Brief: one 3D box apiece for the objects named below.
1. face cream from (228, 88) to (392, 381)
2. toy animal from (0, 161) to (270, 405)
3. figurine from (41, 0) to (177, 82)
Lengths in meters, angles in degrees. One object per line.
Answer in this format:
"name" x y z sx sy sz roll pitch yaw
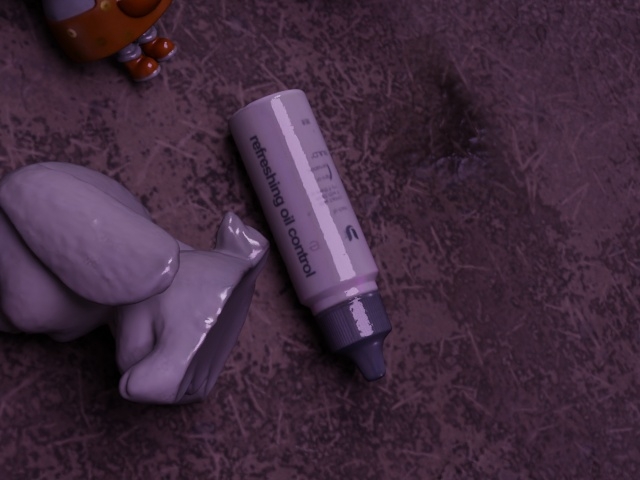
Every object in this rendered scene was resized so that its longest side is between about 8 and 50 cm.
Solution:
"face cream" 0.000 0.000 1.782 0.092 0.092 0.311 -19 83 -32
"toy animal" -0.201 0.026 1.607 0.265 0.271 0.206 28 88 8
"figurine" -0.242 -0.277 1.719 0.271 0.143 0.143 45 58 -18
